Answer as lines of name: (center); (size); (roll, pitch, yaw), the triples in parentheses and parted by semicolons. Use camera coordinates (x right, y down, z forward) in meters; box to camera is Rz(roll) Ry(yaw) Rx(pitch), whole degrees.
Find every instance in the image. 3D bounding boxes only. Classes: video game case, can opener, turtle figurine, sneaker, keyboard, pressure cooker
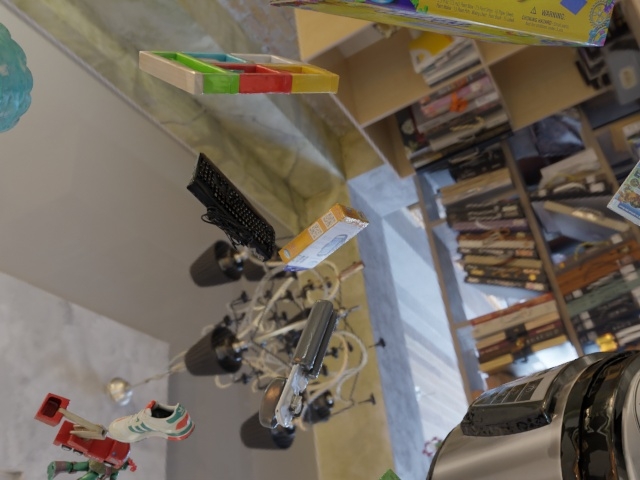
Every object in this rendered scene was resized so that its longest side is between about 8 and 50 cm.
video game case: (0.443, -0.072, 0.771); (0.087, 0.122, 0.011); (36, -170, 20)
can opener: (-0.043, 0.242, 1.213); (0.280, 0.093, 0.074); (-63, -31, -33)
turtle figurine: (-0.586, 0.616, 1.592); (0.234, 0.175, 0.118); (10, -83, -46)
sneaker: (-0.306, 0.313, 1.066); (0.057, 0.161, 0.075); (-72, -26, -58)
keyboard: (-0.114, -0.038, 0.868); (0.192, 0.038, 0.100); (47, -144, -40)
pressure cooker: (0.375, 0.328, 0.714); (0.375, 0.420, 0.370); (27, -129, -13)

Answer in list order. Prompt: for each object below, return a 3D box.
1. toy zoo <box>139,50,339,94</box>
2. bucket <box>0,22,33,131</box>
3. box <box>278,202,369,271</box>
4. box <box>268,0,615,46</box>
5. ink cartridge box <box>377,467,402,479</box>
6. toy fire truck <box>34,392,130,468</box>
toy zoo: (-0.107, -0.264, 0.944); (0.293, 0.192, 0.030); (-11, -61, -35)
bucket: (-0.738, -0.324, 1.200); (0.281, 0.281, 0.183); (58, -179, -22)
box: (0.000, 0.000, 0.898); (0.081, 0.136, 0.028); (13, -135, -60)
box: (0.125, -0.343, 0.555); (0.177, 0.290, 0.279); (-140, 54, -62)
ink cartridge box: (0.101, 0.560, 1.161); (0.109, 0.209, 0.062); (44, 177, 7)
toy fire truck: (-0.440, 0.362, 1.130); (0.192, 0.135, 0.047); (29, -132, -15)
